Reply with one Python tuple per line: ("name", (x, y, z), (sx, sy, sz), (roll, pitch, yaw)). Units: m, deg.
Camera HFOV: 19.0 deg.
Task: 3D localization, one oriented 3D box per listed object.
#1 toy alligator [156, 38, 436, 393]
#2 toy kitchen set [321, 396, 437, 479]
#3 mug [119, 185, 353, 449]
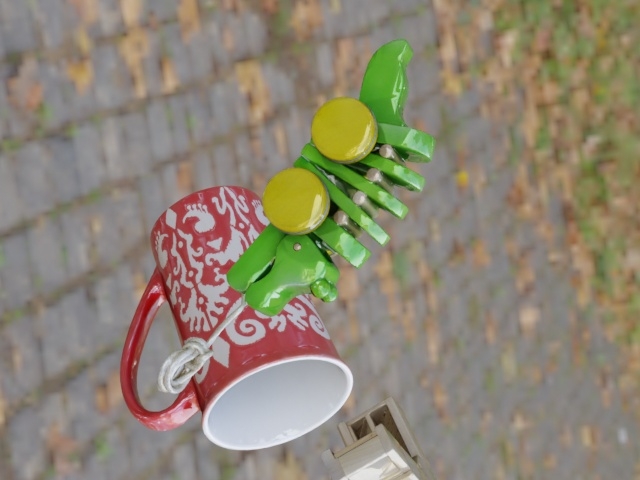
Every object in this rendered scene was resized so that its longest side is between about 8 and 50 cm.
("toy alligator", (0.000, 0.000, 0.840), (0.189, 0.051, 0.056), (-56, 160, -2))
("toy kitchen set", (0.010, 0.110, 0.937), (0.083, 0.068, 0.075), (52, 10, -50))
("mug", (-0.074, 0.054, 1.385), (0.113, 0.150, 0.169), (110, -35, -48))
